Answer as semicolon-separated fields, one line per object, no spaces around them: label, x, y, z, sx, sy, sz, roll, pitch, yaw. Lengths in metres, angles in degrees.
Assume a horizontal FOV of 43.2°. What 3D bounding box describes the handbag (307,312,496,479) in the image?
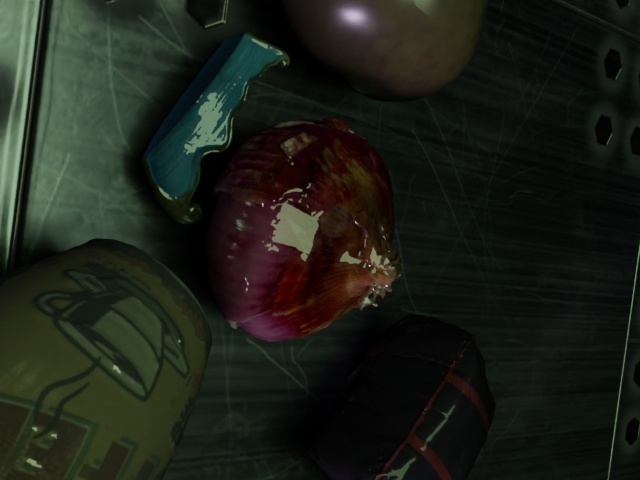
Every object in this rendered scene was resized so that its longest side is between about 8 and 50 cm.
handbag;0.099;0.208;0.895;0.215;0.155;0.169;-51;137;-24

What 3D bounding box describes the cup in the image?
cup;-0.195;0.159;0.624;0.257;0.227;0.301;-48;142;-35

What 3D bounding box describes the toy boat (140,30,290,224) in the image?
toy boat;-0.095;-0.105;0.746;0.077;0.075;0.185;40;73;-26

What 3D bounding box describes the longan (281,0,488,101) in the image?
longan;0.066;-0.242;0.788;0.220;0.196;0.197;36;73;-30

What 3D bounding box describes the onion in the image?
onion;0.000;0.000;0.765;0.230;0.163;0.230;-30;134;-36
